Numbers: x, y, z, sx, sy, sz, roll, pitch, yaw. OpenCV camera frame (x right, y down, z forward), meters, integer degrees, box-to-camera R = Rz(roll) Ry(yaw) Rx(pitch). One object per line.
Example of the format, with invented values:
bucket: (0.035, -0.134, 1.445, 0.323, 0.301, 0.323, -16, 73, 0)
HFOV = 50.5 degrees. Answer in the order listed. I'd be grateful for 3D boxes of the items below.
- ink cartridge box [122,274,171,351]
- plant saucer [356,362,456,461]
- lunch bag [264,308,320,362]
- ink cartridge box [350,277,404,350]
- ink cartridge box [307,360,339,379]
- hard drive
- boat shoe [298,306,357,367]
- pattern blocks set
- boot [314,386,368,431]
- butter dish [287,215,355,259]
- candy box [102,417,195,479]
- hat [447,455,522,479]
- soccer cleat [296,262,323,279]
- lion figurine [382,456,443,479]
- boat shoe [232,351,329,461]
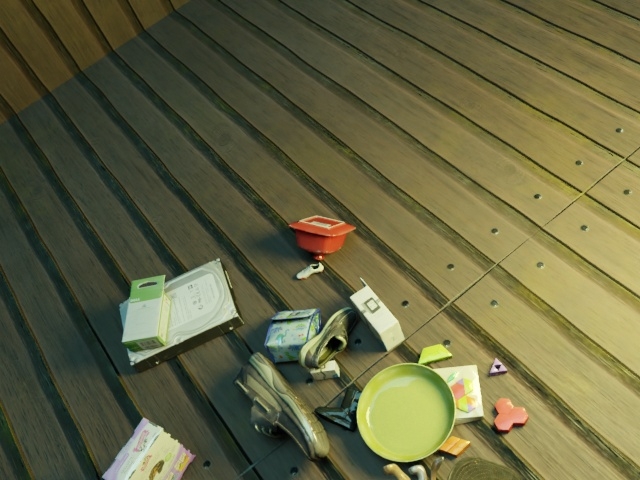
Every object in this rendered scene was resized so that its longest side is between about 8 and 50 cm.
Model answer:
ink cartridge box: (-0.495, 0.209, 1.954, 0.109, 0.062, 0.209, -11, 51, 11)
plant saucer: (0.207, 0.413, 1.627, 0.241, 0.037, 0.240, -11, 55, 17)
lunch bag: (-0.070, 0.247, 1.848, 0.129, 0.096, 0.151, -6, 38, 18)
ink cartridge box: (0.141, 0.195, 1.802, 0.060, 0.104, 0.180, -35, 51, -7)
ink cartridge box: (0.003, 0.341, 1.774, 0.083, 0.048, 0.028, -10, 52, 13)
hard drive: (-0.415, 0.216, 2.003, 0.339, 0.064, 0.236, -25, 50, 1)
boat shoe: (0.036, 0.261, 1.779, 0.074, 0.080, 0.224, 15, 41, 39)
pattern blocks set: (0.306, 0.382, 1.656, 0.325, 0.026, 0.285, -21, 50, 3)
boot: (0.057, 0.414, 1.704, 0.121, 0.045, 0.099, 19, 64, 21)
butter dish: (0.000, 0.000, 1.997, 0.160, 0.118, 0.160, 14, 17, 27)
candy box: (-0.415, 0.552, 1.663, 0.070, 0.196, 0.164, 19, 62, 30)
hat: (0.340, 0.617, 1.376, 0.134, 0.332, 0.331, -46, 41, 34)
soccer cleat: (-0.032, 0.088, 1.985, 0.083, 0.035, 0.029, -19, 51, 4)
lion figurine: (0.122, 0.632, 1.461, 0.393, 0.142, 0.240, -20, 58, -1)
boat shoe: (-0.105, 0.435, 1.707, 0.130, 0.132, 0.355, -43, 44, -3)
